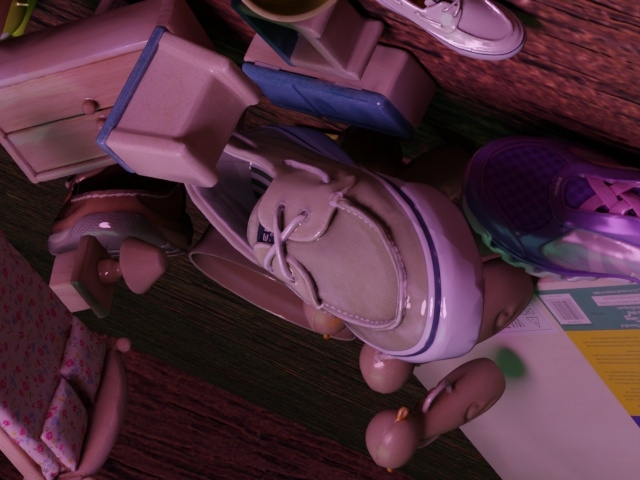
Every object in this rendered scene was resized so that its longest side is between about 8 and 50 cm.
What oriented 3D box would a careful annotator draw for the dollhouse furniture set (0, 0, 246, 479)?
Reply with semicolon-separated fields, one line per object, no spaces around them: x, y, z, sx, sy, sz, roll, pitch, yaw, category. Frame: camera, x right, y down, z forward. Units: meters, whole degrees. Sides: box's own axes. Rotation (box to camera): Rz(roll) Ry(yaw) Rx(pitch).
-0.176;-0.002;1.241;0.174;0.355;0.303;-13;135;22;dollhouse furniture set

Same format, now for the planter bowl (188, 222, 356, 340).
-0.019;0.003;1.656;0.162;0.109;0.162;25;167;6;planter bowl

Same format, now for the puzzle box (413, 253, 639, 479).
0.225;0.116;1.455;0.272;0.052;0.409;51;153;-19;puzzle box

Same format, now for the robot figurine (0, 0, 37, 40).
-0.273;-0.188;1.487;0.101;0.067;0.115;1;-175;-36;robot figurine

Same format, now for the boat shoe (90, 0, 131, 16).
-0.167;-0.112;1.518;0.102;0.108;0.301;30;161;-11;boat shoe

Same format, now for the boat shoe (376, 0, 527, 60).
0.070;-0.134;1.068;0.100;0.035;0.035;31;172;12;boat shoe

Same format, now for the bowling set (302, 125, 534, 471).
0.044;0.019;1.358;0.200;0.154;0.287;41;142;28;bowling set

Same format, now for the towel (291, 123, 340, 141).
0.068;-0.013;1.546;0.102;0.021;0.237;9;150;46;towel

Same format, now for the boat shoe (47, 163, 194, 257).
-0.172;-0.045;1.654;0.123;0.116;0.324;0;-178;-4;boat shoe

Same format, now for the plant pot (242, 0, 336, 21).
-0.031;-0.170;1.052;0.083;0.083;0.079;34;179;-33;plant pot

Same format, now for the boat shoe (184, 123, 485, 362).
0.000;0.000;1.198;0.094;0.109;0.302;-1;-163;-26;boat shoe

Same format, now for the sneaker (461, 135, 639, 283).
0.205;-0.013;1.182;0.236;0.095;0.104;22;161;1;sneaker

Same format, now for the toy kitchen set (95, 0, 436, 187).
-0.049;-0.087;1.195;0.122;0.166;0.207;18;165;35;toy kitchen set
